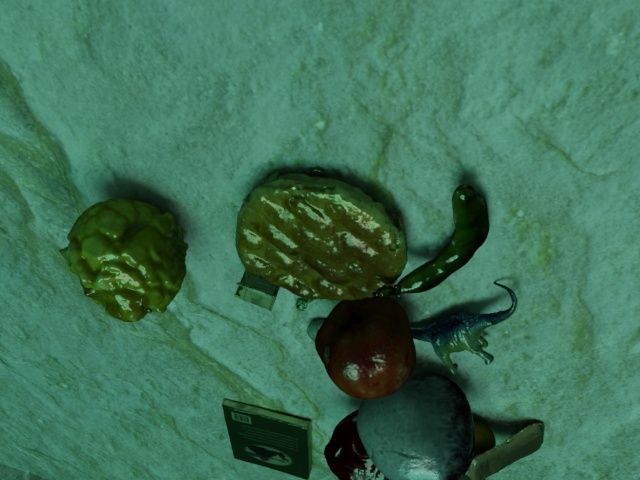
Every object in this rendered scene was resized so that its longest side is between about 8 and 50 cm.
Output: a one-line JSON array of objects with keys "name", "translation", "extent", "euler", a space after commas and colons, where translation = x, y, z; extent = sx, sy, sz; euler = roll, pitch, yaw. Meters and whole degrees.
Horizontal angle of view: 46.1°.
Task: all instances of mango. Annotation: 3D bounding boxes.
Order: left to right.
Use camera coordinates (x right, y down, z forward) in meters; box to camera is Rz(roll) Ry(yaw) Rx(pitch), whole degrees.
[{"name": "mango", "translation": [0.350, 0.475, 1.839], "extent": [0.163, 0.089, 0.111], "euler": [25, 133, 6]}]

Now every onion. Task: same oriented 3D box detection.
[{"name": "onion", "translation": [0.134, 0.508, 1.849], "extent": [0.206, 0.216, 0.207], "euler": [26, 149, -14]}]

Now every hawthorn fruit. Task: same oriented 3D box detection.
[{"name": "hawthorn fruit", "translation": [0.105, 0.238, 1.522], "extent": [0.208, 0.207, 0.243], "euler": [-6, 133, 28]}]

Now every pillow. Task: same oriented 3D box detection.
[{"name": "pillow", "translation": [0.445, 0.509, 1.802], "extent": [0.211, 0.034, 0.135], "euler": [-25, 140, -7]}]

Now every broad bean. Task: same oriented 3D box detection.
[{"name": "broad bean", "translation": [0.211, 0.013, 1.285], "extent": [0.144, 0.049, 0.292], "euler": [2, 139, -35]}]

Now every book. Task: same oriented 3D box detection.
[{"name": "book", "translation": [-0.152, 0.595, 2.243], "extent": [0.261, 0.043, 0.370], "euler": [13, 142, 10]}]

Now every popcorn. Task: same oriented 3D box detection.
[{"name": "popcorn", "translation": [-0.379, 0.033, 1.454], "extent": [0.225, 0.249, 0.249], "euler": [14, 148, 35]}]

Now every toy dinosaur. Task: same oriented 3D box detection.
[{"name": "toy dinosaur", "translation": [0.277, 0.189, 1.503], "extent": [0.147, 0.076, 0.363], "euler": [45, 143, -15]}]

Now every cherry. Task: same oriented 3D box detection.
[{"name": "cherry", "translation": [0.213, 0.415, 1.674], "extent": [0.255, 0.296, 0.218], "euler": [-9, 147, -13]}]

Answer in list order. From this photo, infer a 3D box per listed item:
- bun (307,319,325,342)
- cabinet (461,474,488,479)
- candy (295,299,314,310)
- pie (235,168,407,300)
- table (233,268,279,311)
[{"name": "bun", "translation": [0.009, 0.208, 1.663], "extent": [0.083, 0.045, 0.083], "euler": [12, 139, 11]}, {"name": "cabinet", "translation": [0.338, 0.837, 2.197], "extent": [0.290, 0.227, 0.318], "euler": [11, 143, 8]}, {"name": "candy", "translation": [-0.021, 0.127, 1.595], "extent": [0.083, 0.025, 0.023], "euler": [-31, 151, 36]}, {"name": "pie", "translation": [0.000, 0.000, 1.370], "extent": [0.340, 0.083, 0.339], "euler": [11, 141, 9]}, {"name": "table", "translation": [-0.123, 0.086, 1.529], "extent": [0.083, 0.079, 0.062], "euler": [19, 145, 0]}]
